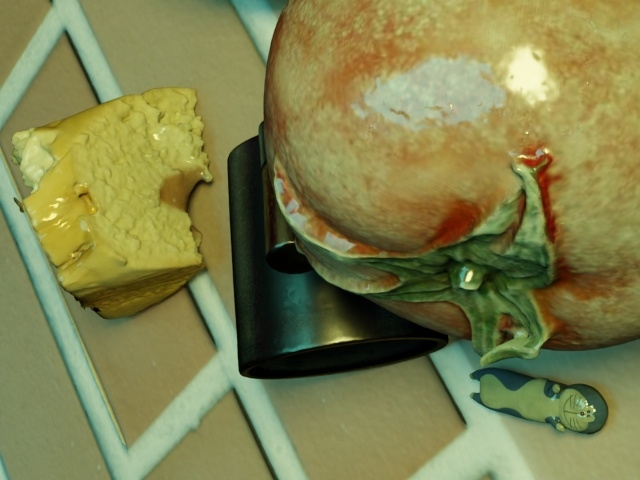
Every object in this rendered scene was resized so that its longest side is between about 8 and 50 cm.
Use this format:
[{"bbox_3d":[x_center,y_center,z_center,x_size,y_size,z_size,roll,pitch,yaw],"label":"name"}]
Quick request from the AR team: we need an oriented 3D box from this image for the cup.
[{"bbox_3d":[0.016,0.000,0.994,0.239,0.166,0.177,133,132,-70],"label":"cup"}]

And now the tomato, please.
[{"bbox_3d":[0.120,-0.069,0.798,0.316,0.316,0.283,-9,56,45],"label":"tomato"}]

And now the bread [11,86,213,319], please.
[{"bbox_3d":[-0.231,-0.023,1.229,0.224,0.211,0.184,-29,78,37],"label":"bread"}]

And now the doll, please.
[{"bbox_3d":[0.160,0.118,0.966,0.125,0.027,0.037,6,103,45],"label":"doll"}]
